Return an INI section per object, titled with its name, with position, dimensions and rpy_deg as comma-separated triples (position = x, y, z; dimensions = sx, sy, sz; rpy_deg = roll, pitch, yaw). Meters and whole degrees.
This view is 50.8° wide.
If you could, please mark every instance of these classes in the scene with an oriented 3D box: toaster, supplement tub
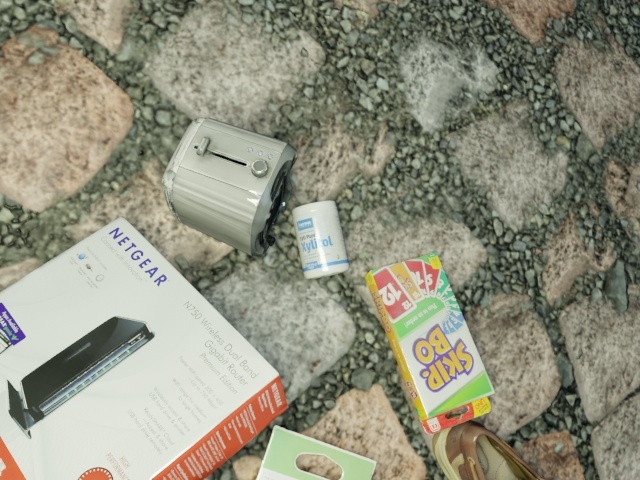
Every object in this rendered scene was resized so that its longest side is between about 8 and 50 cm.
[toaster]
position = -0.120, -0.069, 0.909
dimensions = 0.146, 0.227, 0.129
rpy_deg = 23, 72, 2
[supplement tub]
position = 0.000, 0.000, 1.005
dimensions = 0.071, 0.071, 0.107
rpy_deg = -11, 85, -22

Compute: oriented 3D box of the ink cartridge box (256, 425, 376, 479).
[ink cartridge box]
position = -0.036, 0.396, 0.933
dimensions = 0.171, 0.056, 0.235
rpy_deg = 24, 70, -16

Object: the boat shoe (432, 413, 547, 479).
[boat shoe]
position = 0.309, 0.413, 1.023
dimensions = 0.123, 0.123, 0.342
rpy_deg = -36, 94, -22

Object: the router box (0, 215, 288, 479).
[router box]
position = -0.259, 0.160, 0.772
dimensions = 0.301, 0.082, 0.335
rpy_deg = -37, 55, -22

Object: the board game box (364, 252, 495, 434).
[board game box]
position = 0.170, 0.153, 1.034
dimensions = 0.124, 0.039, 0.259
rpy_deg = -14, 75, -22
